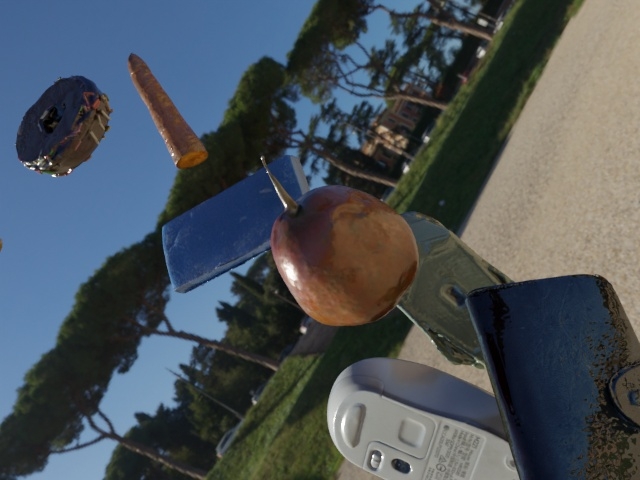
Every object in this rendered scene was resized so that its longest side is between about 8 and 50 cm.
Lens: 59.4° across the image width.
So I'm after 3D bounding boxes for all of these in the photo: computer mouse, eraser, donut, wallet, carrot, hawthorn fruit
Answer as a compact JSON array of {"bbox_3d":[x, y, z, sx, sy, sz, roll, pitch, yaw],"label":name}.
[{"bbox_3d":[0.154,0.262,0.768,0.121,0.296,0.184,-38,-42,-62],"label":"computer mouse"},{"bbox_3d":[-0.157,-0.026,1.025,0.311,0.144,0.042,-26,-24,20],"label":"eraser"},{"bbox_3d":[-0.608,-0.270,1.336,0.103,0.269,0.270,37,-99,-52],"label":"donut"},{"bbox_3d":[0.295,0.121,1.287,0.228,0.429,0.145,-47,-12,2],"label":"computer mouse"},{"bbox_3d":[0.268,0.173,0.571,0.045,0.172,0.318,75,-172,-49],"label":"wallet"},{"bbox_3d":[-0.265,-0.222,0.923,0.057,0.224,0.057,-31,-7,-4],"label":"carrot"},{"bbox_3d":[0.006,0.008,0.582,0.149,0.189,0.149,-63,1,2],"label":"hawthorn fruit"}]

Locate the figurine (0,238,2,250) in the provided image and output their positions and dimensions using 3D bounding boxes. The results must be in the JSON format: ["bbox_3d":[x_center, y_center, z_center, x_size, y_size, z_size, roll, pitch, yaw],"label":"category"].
[{"bbox_3d":[-0.569,0.044,0.829,0.176,0.121,0.122,-31,-42,-84],"label":"figurine"}]
